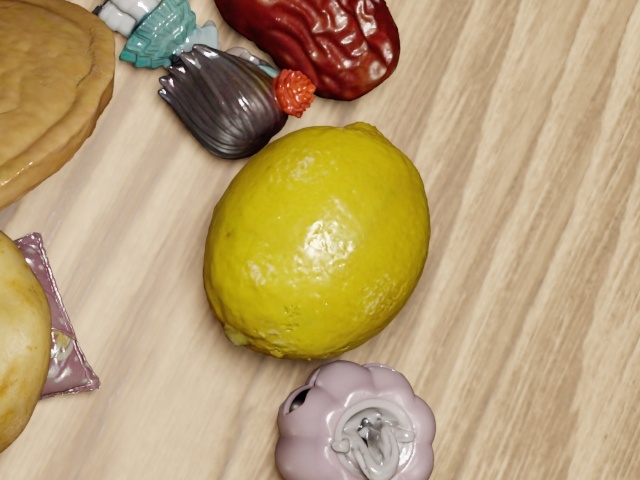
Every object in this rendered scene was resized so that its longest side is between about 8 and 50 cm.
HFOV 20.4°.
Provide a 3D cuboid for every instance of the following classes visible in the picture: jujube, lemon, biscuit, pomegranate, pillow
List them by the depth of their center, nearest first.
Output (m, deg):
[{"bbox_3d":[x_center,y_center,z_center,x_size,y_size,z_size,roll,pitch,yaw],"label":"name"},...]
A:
[{"bbox_3d":[-0.412,0.105,1.754,0.307,0.307,0.307,1,84,-15],"label":"pomegranate"},{"bbox_3d":[-0.401,-0.143,1.759,0.365,0.062,0.385,21,48,25],"label":"biscuit"},{"bbox_3d":[-0.002,0.004,1.891,0.236,0.236,0.263,39,98,-8],"label":"lemon"},{"bbox_3d":[-0.320,0.090,1.894,0.118,0.043,0.185,-20,87,-10],"label":"pillow"},{"bbox_3d":[-0.015,-0.255,1.959,0.155,0.155,0.230,-45,106,-14],"label":"jujube"}]

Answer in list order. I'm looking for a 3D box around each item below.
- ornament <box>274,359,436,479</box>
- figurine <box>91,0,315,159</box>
[{"bbox_3d":[0.040,0.215,1.915,0.177,0.177,0.177,1,84,-15],"label":"ornament"},{"bbox_3d":[-0.132,-0.195,1.927,0.245,0.138,0.110,42,47,-6],"label":"figurine"}]
